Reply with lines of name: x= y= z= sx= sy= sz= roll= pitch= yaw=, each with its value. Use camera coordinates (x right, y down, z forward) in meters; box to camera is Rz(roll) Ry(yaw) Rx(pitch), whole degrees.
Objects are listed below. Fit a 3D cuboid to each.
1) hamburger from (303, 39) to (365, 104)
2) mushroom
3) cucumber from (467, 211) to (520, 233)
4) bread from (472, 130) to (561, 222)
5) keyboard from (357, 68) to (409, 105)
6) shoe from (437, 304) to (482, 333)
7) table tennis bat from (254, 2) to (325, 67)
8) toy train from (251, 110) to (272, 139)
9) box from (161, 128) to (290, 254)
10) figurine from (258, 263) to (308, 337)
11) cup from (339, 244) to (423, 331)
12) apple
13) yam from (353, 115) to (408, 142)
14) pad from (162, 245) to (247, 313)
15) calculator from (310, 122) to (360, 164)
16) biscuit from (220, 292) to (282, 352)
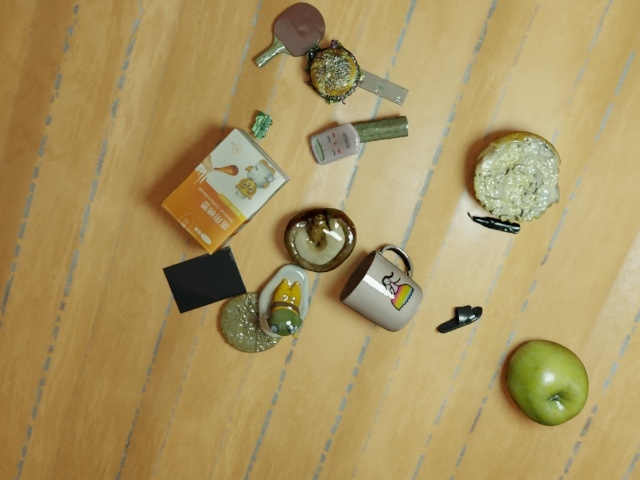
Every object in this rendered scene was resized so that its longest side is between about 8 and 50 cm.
hamburger: x=0.034 y=-0.505 z=1.577 sx=0.189 sy=0.093 sz=0.164 roll=44 pitch=104 yaw=3
mushroom: x=0.004 y=-0.005 z=1.656 sx=0.231 sy=0.138 sz=0.194 roll=0 pitch=113 yaw=15
cucumber: x=0.542 y=-0.054 z=1.655 sx=0.163 sy=0.039 sz=0.043 roll=11 pitch=79 yaw=0
bread: x=0.577 y=-0.190 z=1.576 sx=0.274 sy=0.149 sz=0.274 roll=-1 pitch=102 yaw=-3
keyboard: x=0.185 y=-0.467 z=1.619 sx=0.166 sy=0.017 sz=0.055 roll=24 pitch=95 yaw=-1
shoe: x=0.443 y=0.245 z=1.698 sx=0.159 sy=0.062 sz=0.053 roll=-30 pitch=108 yaw=12
table tennis bat: x=-0.098 y=-0.616 z=1.612 sx=0.246 sy=0.022 sz=0.138 roll=-36 pitch=95 yaw=6
toy train: x=-0.186 y=-0.359 z=1.650 sx=0.053 sy=0.033 sz=0.083 roll=33 pitch=100 yaw=3
box: x=-0.291 y=-0.150 z=1.638 sx=0.341 sy=0.143 sz=0.225 roll=-43 pitch=94 yaw=10
figurine: x=-0.112 y=0.204 z=1.669 sx=0.166 sy=0.141 sz=0.250 roll=11 pitch=95 yaw=-7
cup: x=0.209 y=0.140 z=1.648 sx=0.200 sy=0.191 sz=0.253 roll=35 pitch=67 yaw=-6
apple: x=0.708 y=0.442 z=1.649 sx=0.261 sy=0.194 sz=0.261 roll=0 pitch=105 yaw=-1
yam: x=0.185 y=-0.337 z=1.616 sx=0.169 sy=0.068 sz=0.068 roll=-6 pitch=99 yaw=13
pad: x=-0.384 y=0.134 z=1.756 sx=0.245 sy=0.006 sz=0.170 roll=-19 pitch=98 yaw=6
calculator: x=0.042 y=-0.295 z=1.621 sx=0.175 sy=0.032 sz=0.100 roll=-15 pitch=100 yaw=31
biscuit: x=-0.225 y=0.273 z=1.757 sx=0.220 sy=0.033 sz=0.220 roll=0 pitch=99 yaw=1
